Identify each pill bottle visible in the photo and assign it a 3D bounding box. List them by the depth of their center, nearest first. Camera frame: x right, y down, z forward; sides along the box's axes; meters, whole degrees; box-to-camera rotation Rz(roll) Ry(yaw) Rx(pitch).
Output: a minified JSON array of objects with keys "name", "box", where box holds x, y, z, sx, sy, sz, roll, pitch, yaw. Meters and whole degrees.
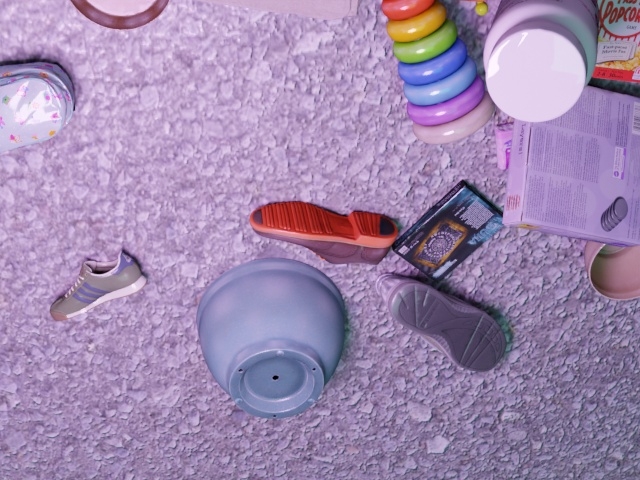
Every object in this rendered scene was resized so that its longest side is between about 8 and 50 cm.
[{"name":"pill bottle","box":[0.328,-0.290,1.353,0.160,0.283,0.160,8,122,13]}]

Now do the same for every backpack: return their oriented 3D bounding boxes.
[{"name":"backpack","box":[-0.476,-0.207,1.436,0.182,0.115,0.152,-15,122,1]}]

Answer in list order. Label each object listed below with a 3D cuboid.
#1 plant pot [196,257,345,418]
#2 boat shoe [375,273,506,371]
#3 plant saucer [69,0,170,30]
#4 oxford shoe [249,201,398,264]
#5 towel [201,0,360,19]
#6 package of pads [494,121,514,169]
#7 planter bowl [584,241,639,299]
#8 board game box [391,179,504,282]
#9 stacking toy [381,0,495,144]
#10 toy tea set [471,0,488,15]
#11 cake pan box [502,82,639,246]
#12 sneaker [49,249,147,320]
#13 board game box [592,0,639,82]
[{"name":"plant pot","box":[-0.087,0.208,1.718,0.293,0.196,0.293,-3,125,-5]},{"name":"boat shoe","box":[0.241,0.157,1.794,0.320,0.103,0.118,29,97,-30]},{"name":"plant saucer","box":[-0.304,-0.400,1.375,0.168,0.029,0.168,-3,124,-4]},{"name":"oxford shoe","box":[0.000,0.000,1.650,0.271,0.097,0.098,9,129,-13]},{"name":"towel","box":[-0.071,-0.416,1.327,0.282,0.049,0.187,8,145,-1]},{"name":"package of pads","box":[0.335,-0.168,1.609,0.050,0.032,0.083,-12,125,0]},{"name":"planter bowl","box":[0.566,0.016,1.717,0.162,0.109,0.162,-4,125,-5]},{"name":"board game box","box":[0.242,-0.013,1.708,0.126,0.026,0.186,36,113,-27]},{"name":"stacking toy","box":[0.158,-0.319,1.432,0.141,0.141,0.330,-23,119,9]},{"name":"toy tea set","box":[0.180,-0.485,1.278,0.336,0.124,0.200,39,79,-26]},{"name":"cake pan box","box":[0.437,-0.136,1.532,0.245,0.070,0.267,8,84,-20]},{"name":"sneaker","box":[-0.420,0.075,1.672,0.192,0.064,0.086,-20,117,7]},{"name":"board game box","box":[0.487,-0.360,1.488,0.146,0.045,0.193,4,124,-10]}]
